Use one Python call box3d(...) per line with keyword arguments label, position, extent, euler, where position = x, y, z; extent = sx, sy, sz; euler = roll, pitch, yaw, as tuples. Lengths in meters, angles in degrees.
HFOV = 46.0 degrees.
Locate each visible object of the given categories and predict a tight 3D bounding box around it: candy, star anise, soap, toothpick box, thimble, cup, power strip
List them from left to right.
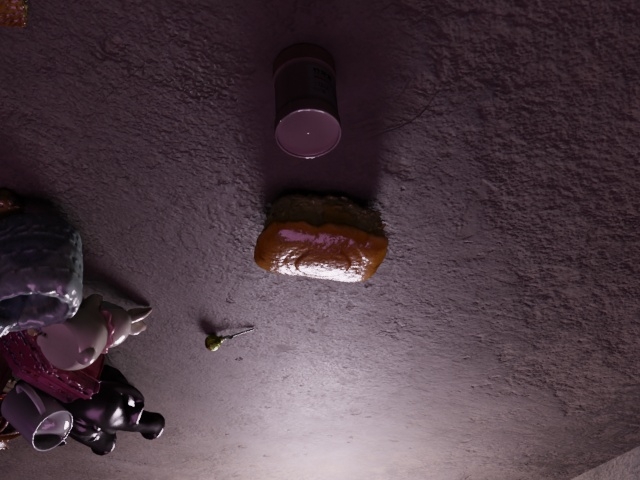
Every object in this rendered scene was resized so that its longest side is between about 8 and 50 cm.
box3d(label="power strip", position=(-0.674, -0.031, 1.378), extent=(0.305, 0.044, 0.064), euler=(-16, 140, 12))
box3d(label="star anise", position=(-0.851, 0.464, 1.940), extent=(0.214, 0.099, 0.220), euler=(11, 136, -39))
box3d(label="thimble", position=(-0.542, 0.072, 1.381), extent=(0.205, 0.172, 0.250), euler=(10, 148, -42))
box3d(label="cup", position=(-0.611, 0.364, 1.632), extent=(0.099, 0.133, 0.136), euler=(-5, 118, -53))
box3d(label="soap", position=(-0.574, 0.222, 1.609), extent=(0.099, 0.162, 0.250), euler=(-13, 140, 23))
box3d(label="candy", position=(-0.210, 0.224, 1.743), extent=(0.123, 0.035, 0.035), euler=(-18, 143, 5))
box3d(label="toothpick box", position=(-0.022, -0.209, 1.123), extent=(0.098, 0.149, 0.098), euler=(-2, 141, -2))

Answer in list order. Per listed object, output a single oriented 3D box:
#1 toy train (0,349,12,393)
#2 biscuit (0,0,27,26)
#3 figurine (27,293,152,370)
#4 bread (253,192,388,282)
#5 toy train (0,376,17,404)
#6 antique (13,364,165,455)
box3d(label="toy train", position=(-0.811, 0.230, 1.579), extent=(0.304, 0.150, 0.221), euler=(10, 146, 9))
box3d(label="biscuit", position=(-0.459, -0.372, 0.985), extent=(0.126, 0.025, 0.206), euler=(0, 140, -5))
box3d(label="figurine", position=(-0.471, 0.174, 1.571), extent=(0.155, 0.235, 0.127), euler=(15, 108, 18))
box3d(label="bread", position=(0.000, 0.000, 1.408), extent=(0.245, 0.121, 0.174), euler=(7, 139, -16))
box3d(label="toy train", position=(-0.820, 0.319, 1.790), extent=(0.085, 0.053, 0.249), euler=(-29, 135, 20))
box3d(label="antique", position=(-0.570, 0.399, 1.815), extent=(0.322, 0.185, 0.255), euler=(-17, 146, 15))
